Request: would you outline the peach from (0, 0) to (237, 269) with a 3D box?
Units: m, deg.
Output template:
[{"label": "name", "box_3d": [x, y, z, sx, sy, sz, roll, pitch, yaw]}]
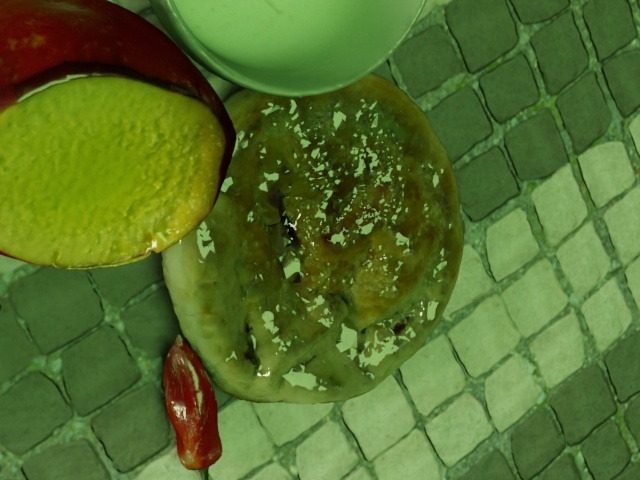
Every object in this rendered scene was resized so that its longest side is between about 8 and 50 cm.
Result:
[{"label": "peach", "box_3d": [-0.216, -0.109, 1.192, 0.274, 0.248, 0.245, 6, 61, -23]}]

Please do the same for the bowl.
[{"label": "bowl", "box_3d": [-0.049, -0.298, 1.288, 0.307, 0.163, 0.307, -5, 101, -27]}]

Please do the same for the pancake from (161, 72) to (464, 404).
[{"label": "pancake", "box_3d": [0.001, -0.001, 1.410, 0.387, 0.082, 0.387, -5, 100, -27]}]

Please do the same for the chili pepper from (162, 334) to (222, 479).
[{"label": "chili pepper", "box_3d": [-0.136, 0.187, 1.387, 0.050, 0.059, 0.191, -25, 114, -45]}]
